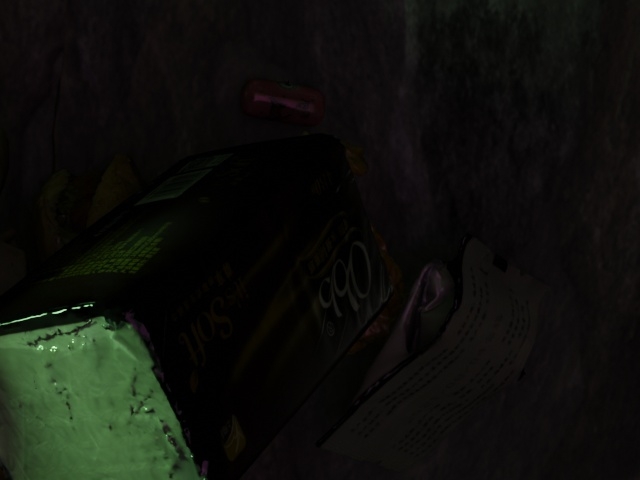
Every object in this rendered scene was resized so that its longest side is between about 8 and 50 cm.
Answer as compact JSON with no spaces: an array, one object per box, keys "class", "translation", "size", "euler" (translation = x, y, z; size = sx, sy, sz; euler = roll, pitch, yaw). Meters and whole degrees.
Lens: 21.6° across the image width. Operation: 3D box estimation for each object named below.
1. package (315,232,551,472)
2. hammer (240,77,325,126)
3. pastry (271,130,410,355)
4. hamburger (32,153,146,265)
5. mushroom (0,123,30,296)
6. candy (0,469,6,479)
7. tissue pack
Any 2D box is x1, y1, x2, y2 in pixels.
[{"class":"package","translation":[0.120,0.125,1.652],"size":[0.251,0.062,0.204],"euler":[-54,146,4]},{"class":"hammer","translation":[-0.037,-0.136,1.637],"size":[0.083,0.043,0.043],"euler":[9,98,-13]},{"class":"pastry","translation":[0.000,0.000,1.635],"size":[0.154,0.102,0.250],"euler":[-26,107,4]},{"class":"hamburger","translation":[-0.202,0.063,1.588],"size":[0.124,0.131,0.262],"euler":[-14,106,15]},{"class":"mushroom","translation":[-0.362,0.038,1.431],"size":[0.294,0.362,0.362],"euler":[23,94,-21]},{"class":"candy","translation":[-0.299,0.242,1.650],"size":[0.055,0.049,0.184],"euler":[-37,115,26]},{"class":"tissue pack","translation":[-0.112,0.059,1.421],"size":[0.210,0.370,0.198],"euler":[-13,108,33]}]
